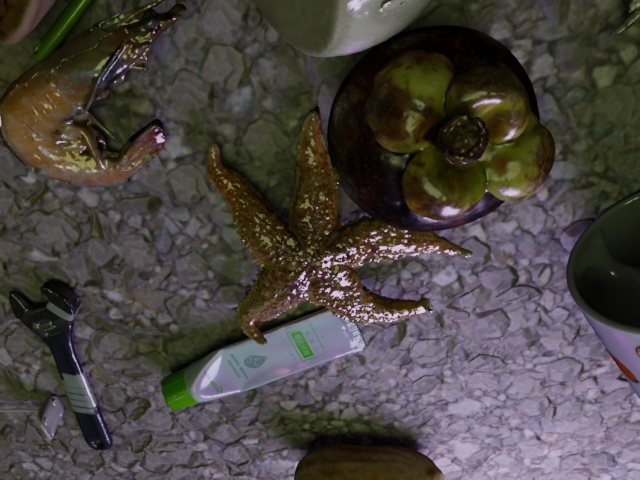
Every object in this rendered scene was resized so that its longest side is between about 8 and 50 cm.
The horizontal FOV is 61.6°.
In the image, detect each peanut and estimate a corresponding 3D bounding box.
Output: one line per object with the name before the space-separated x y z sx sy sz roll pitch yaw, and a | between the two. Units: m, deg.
peanut | 0.073 0.357 0.805 0.226 0.095 0.108 0 136 -4

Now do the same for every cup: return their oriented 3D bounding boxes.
cup | 0.441 0.115 0.591 0.212 0.212 0.317 -32 116 17

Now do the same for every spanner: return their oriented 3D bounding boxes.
spanner | -0.349 0.188 0.748 0.087 0.024 0.315 -1 122 2

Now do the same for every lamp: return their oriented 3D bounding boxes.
lamp | -0.472 0.256 0.772 0.199 0.056 0.050 -3 123 6

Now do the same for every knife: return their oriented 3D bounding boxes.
knife | -0.215 -0.233 0.497 0.184 0.022 0.026 -40 142 20

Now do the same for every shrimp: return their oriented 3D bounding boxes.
shrimp | -0.213 -0.139 0.542 0.251 0.052 0.143 -29 127 25

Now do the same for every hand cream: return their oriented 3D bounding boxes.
hand cream | -0.078 0.161 0.723 0.276 0.050 0.079 -21 145 7

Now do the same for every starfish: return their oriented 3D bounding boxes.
starfish | 0.000 0.002 0.607 0.299 0.060 0.302 -23 115 13

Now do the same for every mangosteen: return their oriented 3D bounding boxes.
mangosteen | 0.103 -0.088 0.470 0.193 0.217 0.192 0 113 -1

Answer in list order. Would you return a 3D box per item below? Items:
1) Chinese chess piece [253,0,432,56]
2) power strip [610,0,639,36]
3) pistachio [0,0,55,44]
Chinese chess piece | -0.009 -0.251 0.357 0.101 0.250 0.250 -32 118 -11
power strip | 0.340 -0.257 0.475 0.048 0.030 0.191 37 114 -21
pistachio | -0.267 -0.256 0.430 0.130 0.131 0.206 -1 138 -49
